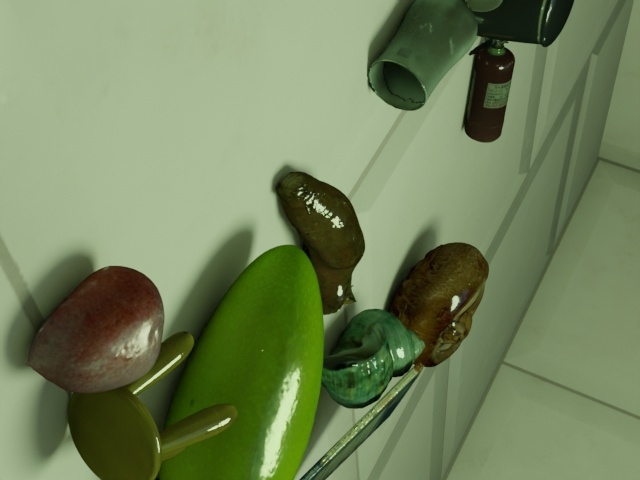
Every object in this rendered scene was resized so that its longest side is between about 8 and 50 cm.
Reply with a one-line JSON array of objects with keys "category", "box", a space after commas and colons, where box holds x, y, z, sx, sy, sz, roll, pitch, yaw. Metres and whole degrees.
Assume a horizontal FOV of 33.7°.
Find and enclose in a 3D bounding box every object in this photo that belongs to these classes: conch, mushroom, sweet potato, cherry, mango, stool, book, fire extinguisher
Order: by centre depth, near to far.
[{"category": "cherry", "box": [-0.183, 0.083, 0.907, 0.126, 0.087, 0.106, -56, 148, -40]}, {"category": "stool", "box": [-0.162, 0.162, 0.996, 0.110, 0.134, 0.135, -29, 131, -50]}, {"category": "mango", "box": [-0.077, 0.169, 1.189, 0.192, 0.156, 0.343, 53, 55, -78]}, {"category": "sweet potato", "box": [0.006, 0.003, 1.349, 0.112, 0.085, 0.286, -56, 157, -22]}, {"category": "conch", "box": [0.074, 0.185, 1.658, 0.188, 0.122, 0.176, -42, 178, -31]}, {"category": "book", "box": [0.028, 0.334, 1.661, 0.322, 0.018, 0.228, -39, 165, -29]}, {"category": "fire extinguisher", "box": [0.296, -0.281, 1.888, 0.099, 0.071, 0.231, -25, 139, -25]}, {"category": "mushroom", "box": [0.222, 0.116, 1.961, 0.253, 0.153, 0.253, -55, 165, -22]}]

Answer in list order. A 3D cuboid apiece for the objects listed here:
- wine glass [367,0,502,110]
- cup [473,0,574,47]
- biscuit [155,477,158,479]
[{"category": "wine glass", "box": [0.156, -0.283, 1.436, 0.231, 0.103, 0.103, -53, 156, -28]}, {"category": "cup", "box": [0.300, -0.377, 1.617, 0.169, 0.176, 0.223, -70, 161, -7]}, {"category": "biscuit", "box": [-0.202, 0.321, 1.220, 0.083, 0.018, 0.081, -41, 147, -54]}]
